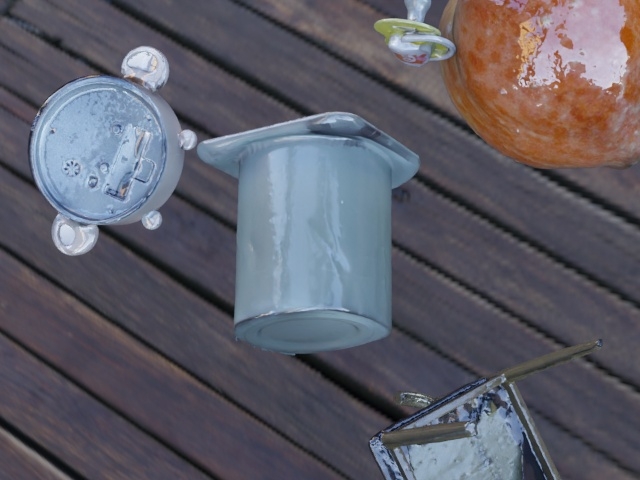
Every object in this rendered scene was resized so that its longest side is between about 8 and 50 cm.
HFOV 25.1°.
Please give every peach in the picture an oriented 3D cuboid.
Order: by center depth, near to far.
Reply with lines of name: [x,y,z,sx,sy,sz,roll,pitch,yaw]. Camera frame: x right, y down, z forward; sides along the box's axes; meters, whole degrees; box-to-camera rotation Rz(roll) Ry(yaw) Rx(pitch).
peach: [0.215,-0.161,1.262,0.233,0.232,0.232,-3,64,5]

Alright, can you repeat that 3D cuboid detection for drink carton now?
drink carton: [0.000,0.000,1.386,0.185,0.191,0.189,-14,67,27]

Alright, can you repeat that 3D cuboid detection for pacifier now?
pacifier: [0.085,-0.185,1.229,0.068,0.083,0.064,5,79,20]

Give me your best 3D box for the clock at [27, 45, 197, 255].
clock: [-0.216,-0.090,1.452,0.156,0.063,0.229,27,98,14]

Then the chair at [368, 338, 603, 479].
chair: [0.146,0.213,1.257,0.166,0.272,0.188,-27,90,-28]
